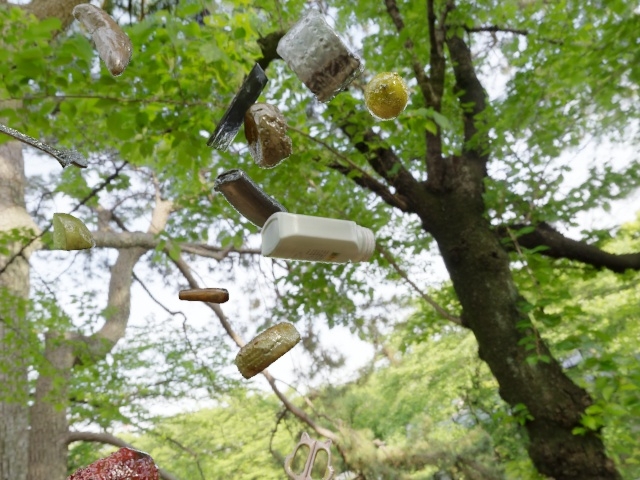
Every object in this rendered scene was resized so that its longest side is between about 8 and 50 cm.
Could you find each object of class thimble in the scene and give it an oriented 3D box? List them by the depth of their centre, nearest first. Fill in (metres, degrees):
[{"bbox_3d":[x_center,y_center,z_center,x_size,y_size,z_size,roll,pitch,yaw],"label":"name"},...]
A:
[{"bbox_3d":[0.000,-0.490,1.334,0.157,0.245,0.217,-41,-49,15],"label":"thimble"}]

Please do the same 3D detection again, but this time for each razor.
[{"bbox_3d":[-0.313,-0.178,2.221,0.205,0.113,0.349,-9,-40,42],"label":"razor"}]

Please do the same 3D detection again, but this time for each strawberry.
[{"bbox_3d":[-0.543,0.658,1.286,0.274,0.220,0.274,16,0,0],"label":"strawberry"}]

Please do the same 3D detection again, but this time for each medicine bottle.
[{"bbox_3d":[0.000,0.000,1.453,0.325,0.124,0.179,7,-26,-27],"label":"medicine bottle"}]

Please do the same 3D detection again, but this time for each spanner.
[{"bbox_3d":[-0.915,-0.312,1.591,0.326,0.093,0.026,27,-50,-29],"label":"spanner"}]

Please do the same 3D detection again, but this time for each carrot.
[{"bbox_3d":[-0.373,0.176,1.586,0.162,0.055,0.055,2,-24,2],"label":"carrot"}]

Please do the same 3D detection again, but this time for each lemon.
[{"bbox_3d":[0.249,-0.542,1.868,0.174,0.173,0.206,-12,-17,-12],"label":"lemon"}]

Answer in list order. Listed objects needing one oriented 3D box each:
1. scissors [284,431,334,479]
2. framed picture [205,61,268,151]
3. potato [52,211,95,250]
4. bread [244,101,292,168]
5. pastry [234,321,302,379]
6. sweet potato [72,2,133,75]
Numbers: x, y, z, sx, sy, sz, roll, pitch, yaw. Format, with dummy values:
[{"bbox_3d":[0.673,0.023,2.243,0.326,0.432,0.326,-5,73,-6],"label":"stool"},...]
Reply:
[{"bbox_3d":[-0.053,0.753,1.499,0.160,0.317,0.024,11,-34,12],"label":"scissors"},{"bbox_3d":[-0.290,-0.464,1.762,0.323,0.013,0.244,-56,-1,6],"label":"framed picture"},{"bbox_3d":[-0.792,-0.034,1.617,0.081,0.120,0.149,6,10,20],"label":"potato"},{"bbox_3d":[-0.177,-0.357,1.680,0.123,0.229,0.230,-15,-23,-22],"label":"bread"},{"bbox_3d":[-0.149,0.305,1.403,0.192,0.093,0.182,-41,-11,23],"label":"pastry"},{"bbox_3d":[-0.593,-0.556,1.392,0.114,0.341,0.092,-6,-39,-45],"label":"sweet potato"}]
